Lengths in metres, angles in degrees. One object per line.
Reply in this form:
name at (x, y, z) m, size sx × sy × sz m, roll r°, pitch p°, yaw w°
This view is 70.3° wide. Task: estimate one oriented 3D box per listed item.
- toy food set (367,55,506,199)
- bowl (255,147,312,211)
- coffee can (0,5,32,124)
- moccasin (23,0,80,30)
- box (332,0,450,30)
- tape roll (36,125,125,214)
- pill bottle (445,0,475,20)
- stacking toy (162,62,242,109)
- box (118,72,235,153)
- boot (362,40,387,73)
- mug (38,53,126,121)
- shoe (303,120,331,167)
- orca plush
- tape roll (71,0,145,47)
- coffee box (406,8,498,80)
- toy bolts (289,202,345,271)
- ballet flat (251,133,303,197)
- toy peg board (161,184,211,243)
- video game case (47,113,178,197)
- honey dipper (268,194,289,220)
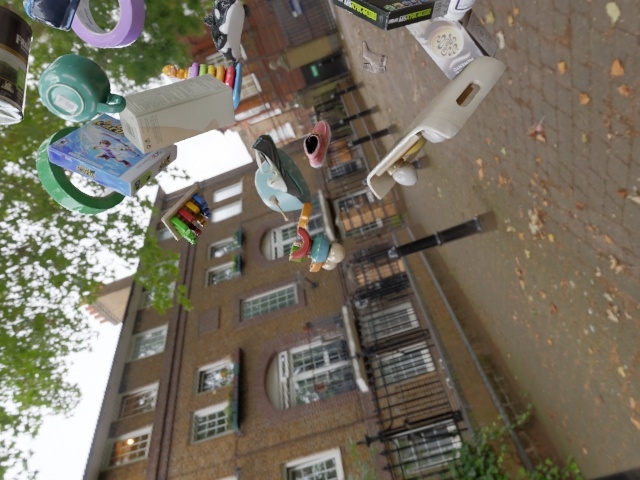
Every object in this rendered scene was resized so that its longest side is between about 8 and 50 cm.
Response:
toy food set at (0.230, -0.215, 0.933) m, size 0.092 × 0.219 × 0.306 m, roll 41°, pitch 158°, yaw -4°
bowl at (-0.187, -0.255, 2.116) m, size 0.311 × 0.163 × 0.311 m, roll 52°, pitch -160°, yaw -27°
coffee can at (-0.952, -0.501, 1.297) m, size 0.201 × 0.202 × 0.275 m, roll 44°, pitch -137°, yaw -74°
moccasin at (-0.551, -0.644, 1.043) m, size 0.117 × 0.342 × 0.137 m, roll 23°, pitch -146°, yaw -48°
box at (0.156, -0.533, 1.009) m, size 0.184 × 0.191 × 0.045 m, roll 48°, pitch 150°, yaw 31°
tape roll at (-0.866, -0.256, 1.680) m, size 0.321 × 0.077 × 0.321 m, roll 39°, pitch -138°, yaw -48°
pill bottle at (0.423, -0.758, 1.359) m, size 0.193 × 0.108 × 0.108 m, roll 87°, pitch 166°, yaw -77°
stacking toy at (-0.469, -0.638, 1.805) m, size 0.175 × 0.302 × 0.165 m, roll 143°, pitch 133°, yaw -62°
box at (-0.425, -0.387, 1.360) m, size 0.148 × 0.311 × 0.121 m, roll 40°, pitch 144°, yaw 34°
boot at (0.194, -0.649, 1.611) m, size 0.118 × 0.087 × 0.042 m, roll 79°, pitch -156°, yaw -46°
mug at (-0.527, -0.328, 0.994) m, size 0.097 × 0.158 × 0.129 m, roll -93°, pitch -5°, yaw -48°
shoe at (-0.009, -0.329, 1.469) m, size 0.081 × 0.063 × 0.178 m, roll 57°, pitch -142°, yaw -63°
orca plush at (-0.276, -0.615, 1.297) m, size 0.102 × 0.151 × 0.287 m, roll 34°, pitch -177°, yaw -2°
tape roll at (-0.787, -0.850, 1.654) m, size 0.090 × 0.275 × 0.274 m, roll -62°, pitch -47°, yaw -64°
coffee box at (0.467, -0.728, 1.612) m, size 0.297 × 0.168 × 0.119 m, roll 40°, pitch -121°, yaw -22°
toy bolts at (0.000, 0.000, 1.426) m, size 0.228 × 0.158 × 0.218 m, roll -137°, pitch 62°, yaw -85°
ballet flat at (-0.171, -0.260, 1.702) m, size 0.280 × 0.096 × 0.095 m, roll 59°, pitch 164°, yaw -24°
toy peg board at (-0.425, -0.074, 1.523) m, size 0.079 × 0.160 × 0.161 m, roll 36°, pitch 161°, yaw 13°
video game case at (-0.616, -0.265, 1.374) m, size 0.244 × 0.269 × 0.061 m, roll -62°, pitch -5°, yaw -48°
honey dipper at (-0.166, -0.127, 1.864) m, size 0.160 × 0.030 × 0.030 m, roll 59°, pitch -166°, yaw -53°
